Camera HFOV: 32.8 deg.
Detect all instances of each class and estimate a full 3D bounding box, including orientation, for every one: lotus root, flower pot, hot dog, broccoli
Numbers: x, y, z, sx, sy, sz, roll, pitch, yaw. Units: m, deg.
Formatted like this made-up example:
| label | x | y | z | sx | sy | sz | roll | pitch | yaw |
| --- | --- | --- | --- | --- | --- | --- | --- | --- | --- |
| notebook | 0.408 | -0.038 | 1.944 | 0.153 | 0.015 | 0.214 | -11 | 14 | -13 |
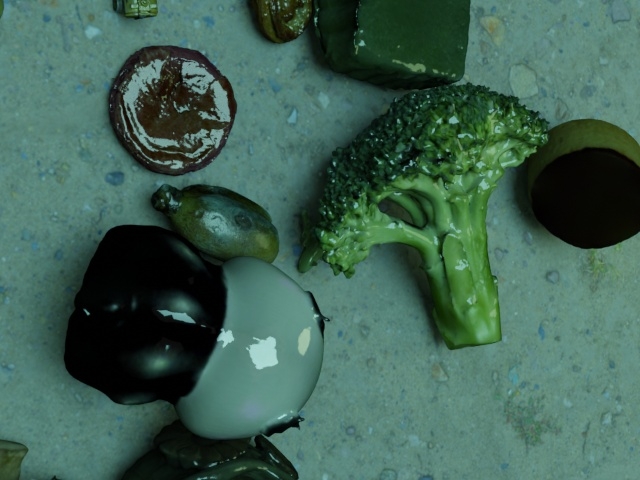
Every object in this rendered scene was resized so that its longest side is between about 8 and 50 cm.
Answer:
| label | x | y | z | sx | sy | sz | roll | pitch | yaw |
| --- | --- | --- | --- | --- | --- | --- | --- | --- | --- |
| lotus root | -0.143 | -0.025 | 1.487 | 0.192 | 0.113 | 0.088 | 22 | 116 | -27 |
| flower pot | -0.135 | 0.384 | 1.430 | 0.301 | 0.213 | 0.302 | 0 | 91 | -27 |
| hot dog | -0.064 | -0.355 | 1.551 | 0.099 | 0.065 | 0.147 | -23 | 99 | -39 |
| broccoli | 0.206 | -0.054 | 1.609 | 0.397 | 0.275 | 0.353 | 40 | 105 | -23 |

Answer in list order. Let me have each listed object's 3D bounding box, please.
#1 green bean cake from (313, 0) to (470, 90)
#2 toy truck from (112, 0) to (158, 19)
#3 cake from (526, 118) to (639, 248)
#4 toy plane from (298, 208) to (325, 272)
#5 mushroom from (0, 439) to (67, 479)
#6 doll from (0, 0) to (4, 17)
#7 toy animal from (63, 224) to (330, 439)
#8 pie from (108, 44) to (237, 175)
| label | x | y | z | sx | sy | sz | roll | pitch | yaw |
| --- | --- | --- | --- | --- | --- | --- | --- | --- | --- |
| green bean cake | 0.106 | -0.341 | 1.591 | 0.227 | 0.125 | 0.223 | 11 | 82 | -38 |
| toy truck | -0.248 | -0.356 | 1.456 | 0.052 | 0.063 | 0.123 | -6 | 93 | -26 |
| cake | 0.436 | -0.108 | 1.758 | 0.207 | 0.185 | 0.178 | 34 | 37 | -5 |
| toy plane | 0.000 | 0.000 | 1.597 | 0.102 | 0.040 | 0.111 | 37 | 72 | -33 |
| mushroom | -0.411 | 0.326 | 1.323 | 0.285 | 0.151 | 0.156 | 15 | 85 | -26 |
| doll | -0.473 | -0.378 | 1.287 | 0.177 | 0.161 | 0.261 | -3 | 89 | -29 |
| toy animal | -0.148 | 0.124 | 1.376 | 0.310 | 0.251 | 0.251 | 16 | 82 | -2 |
| pie | -0.201 | -0.179 | 1.488 | 0.182 | 0.049 | 0.182 | 1 | 87 | -23 |
